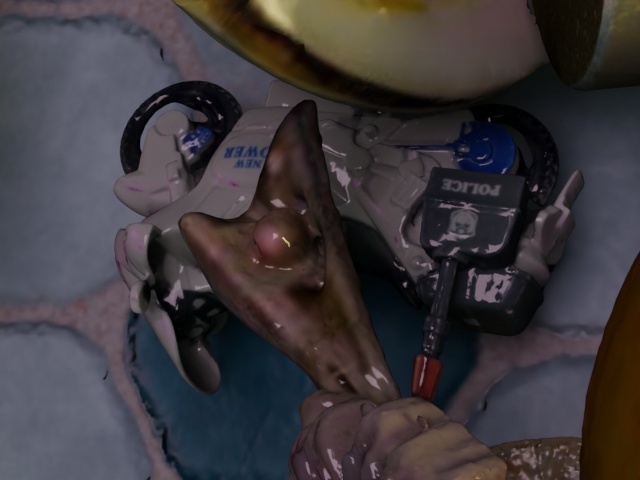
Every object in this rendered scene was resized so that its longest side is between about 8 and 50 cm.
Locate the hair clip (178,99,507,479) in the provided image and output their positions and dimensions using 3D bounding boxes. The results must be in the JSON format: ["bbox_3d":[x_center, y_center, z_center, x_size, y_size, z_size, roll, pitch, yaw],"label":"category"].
[{"bbox_3d":[0.020,0.077,0.537,0.069,0.173,0.300,-16,56,-16],"label":"hair clip"}]

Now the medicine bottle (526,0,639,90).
[{"bbox_3d":[0.242,-0.145,0.555,0.322,0.151,0.151,-6,71,-3],"label":"medicine bottle"}]

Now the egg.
[{"bbox_3d":[-0.001,-0.176,0.671,0.174,0.264,0.286,-18,41,53],"label":"egg"}]

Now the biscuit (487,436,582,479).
[{"bbox_3d":[0.095,0.154,0.641,0.152,0.020,0.152,-4,78,18],"label":"biscuit"}]

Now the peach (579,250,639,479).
[{"bbox_3d":[0.249,0.083,0.448,0.372,0.290,0.372,17,112,51],"label":"peach"}]

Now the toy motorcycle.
[{"bbox_3d":[0.000,0.000,0.681,0.221,0.102,0.150,6,68,20],"label":"toy motorcycle"}]
